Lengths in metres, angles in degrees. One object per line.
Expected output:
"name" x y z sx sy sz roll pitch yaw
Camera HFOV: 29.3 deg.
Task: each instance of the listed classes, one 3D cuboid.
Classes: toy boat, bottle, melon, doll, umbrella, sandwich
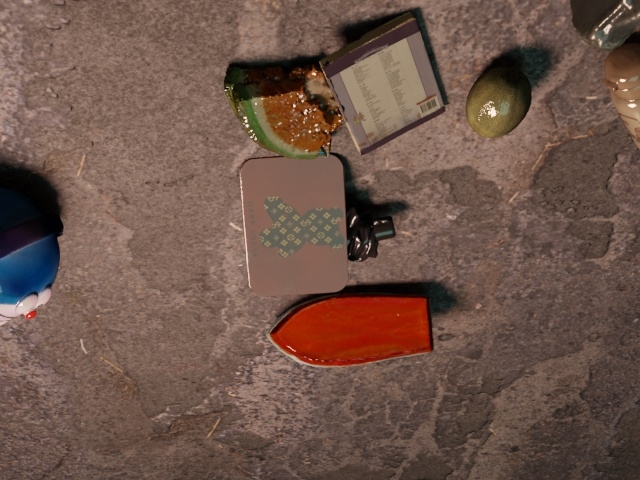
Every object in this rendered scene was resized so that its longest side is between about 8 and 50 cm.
"toy boat" 0.057 0.178 2.436 0.332 0.145 0.133 -4 173 0
"bottle" 0.517 -0.232 1.930 0.110 0.097 0.209 -45 138 0
"melon" 0.278 -0.215 1.920 0.098 0.098 0.130 7 141 -17
"doll" -0.576 0.039 2.073 0.310 0.240 0.284 -21 -175 44
"umbrella" -0.001 -0.001 2.191 0.272 0.110 0.122 -11 111 7
"sandwich" -0.042 -0.193 1.927 0.159 0.079 0.235 -17 144 16

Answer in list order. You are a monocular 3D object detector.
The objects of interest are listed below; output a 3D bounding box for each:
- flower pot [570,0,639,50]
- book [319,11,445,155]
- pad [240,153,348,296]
"flower pot" 0.417 -0.379 1.522 0.283 0.299 0.299 4 145 -24
"book" 0.099 -0.239 1.896 0.157 0.026 0.231 -28 144 0
"pad" -0.043 -0.023 2.123 0.181 0.004 0.267 -4 116 0
